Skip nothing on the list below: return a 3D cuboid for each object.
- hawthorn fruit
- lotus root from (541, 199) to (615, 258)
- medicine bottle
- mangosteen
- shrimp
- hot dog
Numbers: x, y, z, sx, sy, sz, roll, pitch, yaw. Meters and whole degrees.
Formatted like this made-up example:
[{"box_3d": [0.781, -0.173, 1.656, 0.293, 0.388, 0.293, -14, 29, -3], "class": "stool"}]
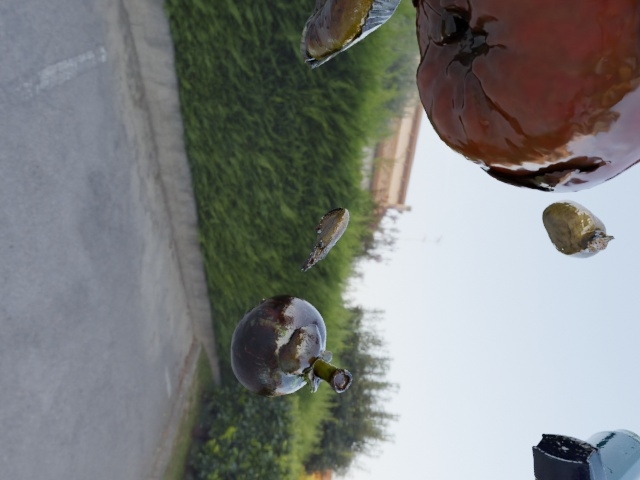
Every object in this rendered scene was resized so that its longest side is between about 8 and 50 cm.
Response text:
[{"box_3d": [0.226, -0.199, 0.421, 0.276, 0.307, 0.276, 45, -30, 35], "class": "hawthorn fruit"}, {"box_3d": [0.720, -0.031, 1.444, 0.140, 0.154, 0.257, -43, -160, 17], "class": "lotus root"}, {"box_3d": [0.385, 0.315, 0.704, 0.079, 0.258, 0.124, -3, -92, 48], "class": "medicine bottle"}, {"box_3d": [-0.063, 0.253, 1.101, 0.231, 0.289, 0.231, -36, 144, -31], "class": "mangosteen"}, {"box_3d": [0.007, 0.005, 1.529, 0.117, 0.066, 0.262, -11, -144, 55], "class": "shrimp"}, {"box_3d": [0.040, -0.358, 0.761, 0.163, 0.081, 0.270, -64, -158, -7], "class": "hot dog"}]
